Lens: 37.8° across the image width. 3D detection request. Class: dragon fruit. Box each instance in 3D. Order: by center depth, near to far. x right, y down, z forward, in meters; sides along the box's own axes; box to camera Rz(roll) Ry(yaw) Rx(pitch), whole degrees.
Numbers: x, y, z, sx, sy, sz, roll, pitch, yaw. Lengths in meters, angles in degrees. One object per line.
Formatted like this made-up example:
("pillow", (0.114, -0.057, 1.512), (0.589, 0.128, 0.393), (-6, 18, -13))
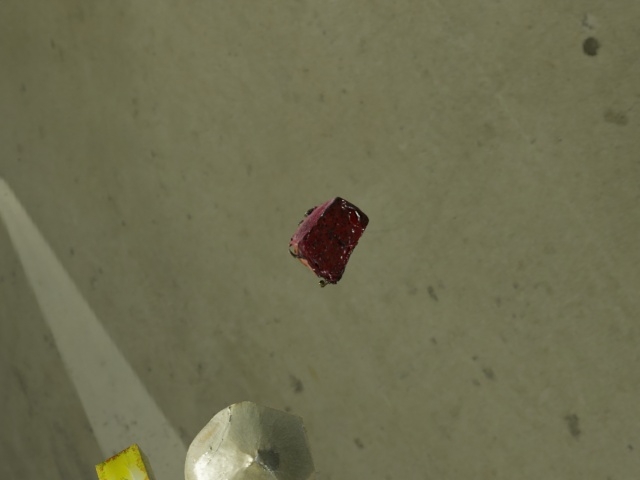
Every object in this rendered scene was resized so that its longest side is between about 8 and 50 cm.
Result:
("dragon fruit", (0.000, 0.000, 1.523), (0.102, 0.147, 0.096), (46, 155, -23))

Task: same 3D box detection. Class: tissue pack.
("tissue pack", (-0.371, 0.499, 1.841), (0.176, 0.095, 0.062), (56, 173, 45))

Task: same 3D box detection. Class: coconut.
("coconut", (-0.082, 0.273, 1.129), (0.161, 0.161, 0.162), (59, 151, 13))
